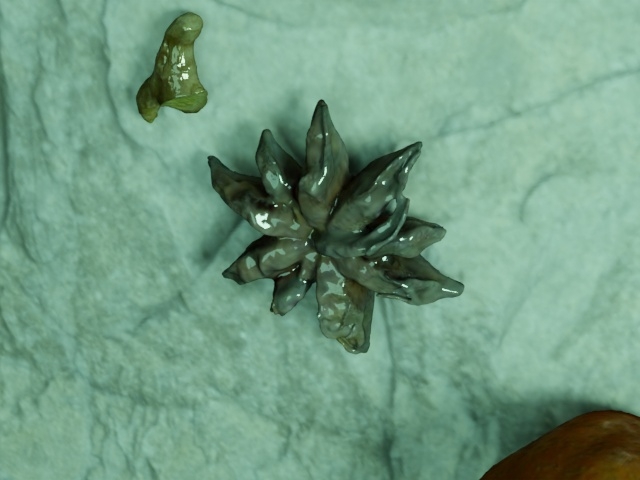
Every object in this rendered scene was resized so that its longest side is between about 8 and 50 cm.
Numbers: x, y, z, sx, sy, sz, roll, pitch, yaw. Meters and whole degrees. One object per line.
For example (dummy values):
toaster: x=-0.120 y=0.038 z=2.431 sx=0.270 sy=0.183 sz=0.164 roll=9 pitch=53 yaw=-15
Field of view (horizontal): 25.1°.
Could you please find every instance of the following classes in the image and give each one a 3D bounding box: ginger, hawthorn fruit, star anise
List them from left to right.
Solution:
ginger: x=-0.100 y=-0.111 z=0.998 sx=0.048 sy=0.030 sz=0.097 roll=36 pitch=128 yaw=5
star anise: x=0.000 y=0.000 z=0.991 sx=0.182 sy=0.065 sz=0.195 roll=-5 pitch=118 yaw=30
hawthorn fruit: x=0.185 y=0.200 z=0.946 sx=0.189 sy=0.189 sz=0.189 roll=12 pitch=121 yaw=20
